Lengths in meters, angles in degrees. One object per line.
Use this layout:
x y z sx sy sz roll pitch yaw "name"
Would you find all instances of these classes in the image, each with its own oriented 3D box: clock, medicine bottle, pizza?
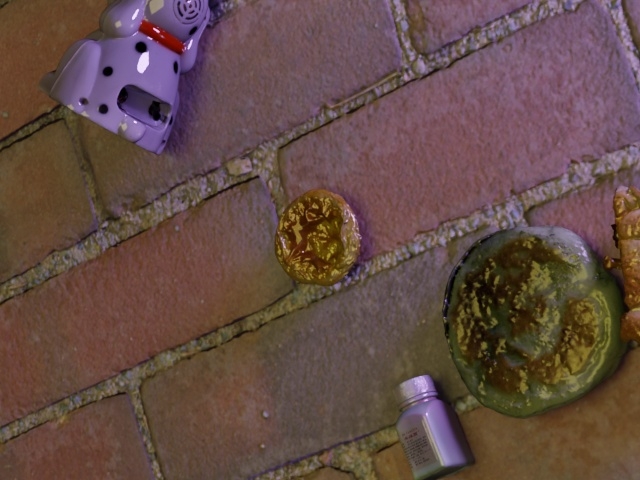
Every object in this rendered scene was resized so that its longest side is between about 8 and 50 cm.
-0.239 -0.264 2.283 0.189 0.189 0.254 25 90 32 "clock"
0.129 0.224 2.054 0.055 0.074 0.118 -30 72 31 "medicine bottle"
0.377 0.021 1.899 0.154 0.069 0.194 -37 62 28 "pizza"

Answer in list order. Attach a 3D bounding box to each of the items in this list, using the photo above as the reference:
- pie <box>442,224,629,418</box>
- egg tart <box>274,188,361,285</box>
0.243 0.095 1.995 0.241 0.054 0.240 -3 84 35 "pie"
0.000 0.000 2.166 0.130 0.052 0.130 -2 87 33 "egg tart"
